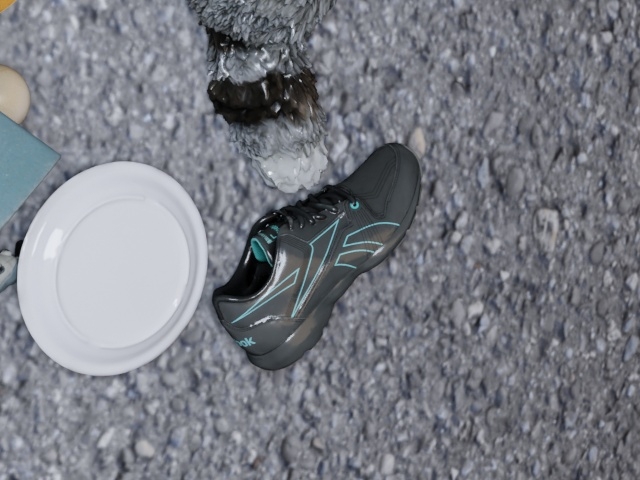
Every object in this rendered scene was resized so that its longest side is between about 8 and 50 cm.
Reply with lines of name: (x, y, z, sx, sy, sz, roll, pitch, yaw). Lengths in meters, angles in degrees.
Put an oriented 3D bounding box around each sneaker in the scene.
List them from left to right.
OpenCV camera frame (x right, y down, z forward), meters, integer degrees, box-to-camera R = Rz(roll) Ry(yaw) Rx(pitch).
sneaker: (0.000, 0.000, 1.463, 0.106, 0.101, 0.267, 45, 75, -30)

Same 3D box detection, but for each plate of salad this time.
plate of salad: (-0.192, 0.025, 1.370, 0.200, 0.048, 0.199, -10, 106, -36)

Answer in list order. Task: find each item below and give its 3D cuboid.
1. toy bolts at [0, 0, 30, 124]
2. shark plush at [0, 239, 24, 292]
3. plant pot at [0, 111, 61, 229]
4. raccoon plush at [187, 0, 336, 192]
toy bolts: (-0.254, -0.183, 1.208, 0.158, 0.218, 0.228, 31, 101, -41)
shark plush: (-0.303, 0.042, 1.318, 0.161, 0.073, 0.067, -43, 143, -42)
plant pot: (-0.389, -0.028, 1.078, 0.252, 0.248, 0.247, 44, 115, -12)
raccoon plush: (0.013, -0.246, 1.296, 0.216, 0.299, 0.446, -38, 119, -22)
